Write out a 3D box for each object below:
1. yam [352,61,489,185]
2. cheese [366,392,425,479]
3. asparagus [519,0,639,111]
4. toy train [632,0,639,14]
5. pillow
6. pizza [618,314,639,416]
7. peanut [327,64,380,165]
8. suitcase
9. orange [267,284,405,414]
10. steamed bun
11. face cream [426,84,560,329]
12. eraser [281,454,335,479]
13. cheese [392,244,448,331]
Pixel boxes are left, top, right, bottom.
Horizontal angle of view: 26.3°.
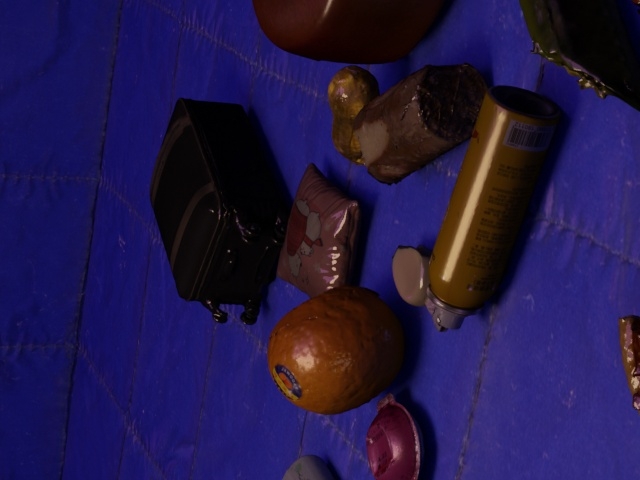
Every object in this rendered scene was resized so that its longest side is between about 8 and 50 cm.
[{"bbox_3d":[0.145,-0.175,2.026,0.128,0.129,0.238,-56,14,-25],"label":"yam"},{"bbox_3d":[0.122,0.355,2.092,0.155,0.062,0.244,131,134,-54],"label":"cheese"},{"bbox_3d":[0.306,-0.299,1.702,0.108,0.128,0.381,62,-166,-62],"label":"asparagus"},{"bbox_3d":[0.424,-0.237,1.520,0.085,0.053,0.249,-62,34,29],"label":"toy train"},{"bbox_3d":[0.000,0.000,2.357,0.236,0.084,0.223,36,118,58],"label":"pillow"},{"bbox_3d":[0.411,0.152,1.474,0.228,0.081,0.289,117,147,-40],"label":"pizza"},{"bbox_3d":[0.057,-0.200,2.200,0.206,0.087,0.087,81,173,-54],"label":"peanut"},{"bbox_3d":[-0.208,-0.068,2.684,0.434,0.194,0.283,-112,35,-44],"label":"suitcase"},{"bbox_3d":[0.025,0.172,2.141,0.193,0.219,0.219,45,143,3],"label":"orange"},{"bbox_3d":[0.035,-0.401,2.141,0.379,0.235,0.248,23,107,61],"label":"steamed bun"},{"bbox_3d":[0.223,-0.033,1.864,0.105,0.105,0.348,-124,43,-52],"label":"face cream"},{"bbox_3d":[-0.004,0.495,2.312,0.174,0.081,0.227,-65,30,18],"label":"eraser"},{"bbox_3d":[0.159,0.063,2.055,0.171,0.048,0.092,-133,48,-57],"label":"cheese"}]
